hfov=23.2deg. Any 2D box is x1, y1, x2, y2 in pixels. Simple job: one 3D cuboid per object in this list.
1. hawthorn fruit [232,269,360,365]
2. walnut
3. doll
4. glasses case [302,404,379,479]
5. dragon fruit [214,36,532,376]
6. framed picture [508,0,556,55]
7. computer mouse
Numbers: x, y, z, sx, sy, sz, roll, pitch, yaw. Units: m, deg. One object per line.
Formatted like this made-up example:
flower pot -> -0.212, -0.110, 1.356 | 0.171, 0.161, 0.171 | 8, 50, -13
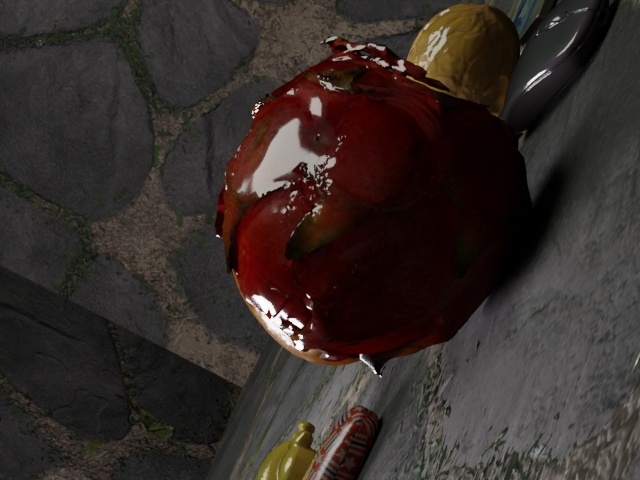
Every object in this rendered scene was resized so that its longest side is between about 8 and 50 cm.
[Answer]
hawthorn fruit -> 0.000, 0.000, 1.947 | 0.277, 0.298, 0.277 | -50, -2, -2
walnut -> 0.188, -0.225, 2.092 | 0.159, 0.159, 0.207 | -68, 1, -59
doll -> -0.057, 0.352, 1.871 | 0.117, 0.086, 0.291 | 119, 175, -56
glasses case -> 0.006, 0.278, 1.781 | 0.194, 0.049, 0.073 | -63, 4, 0
dragon fruit -> 0.048, -0.035, 1.520 | 0.302, 0.295, 0.295 | -55, 5, 14
framed picture -> 0.316, -0.360, 2.268 | 0.315, 0.024, 0.232 | -66, 6, -35
computer mouse -> 0.251, -0.201, 1.723 | 0.120, 0.057, 0.232 | -65, 3, -24
